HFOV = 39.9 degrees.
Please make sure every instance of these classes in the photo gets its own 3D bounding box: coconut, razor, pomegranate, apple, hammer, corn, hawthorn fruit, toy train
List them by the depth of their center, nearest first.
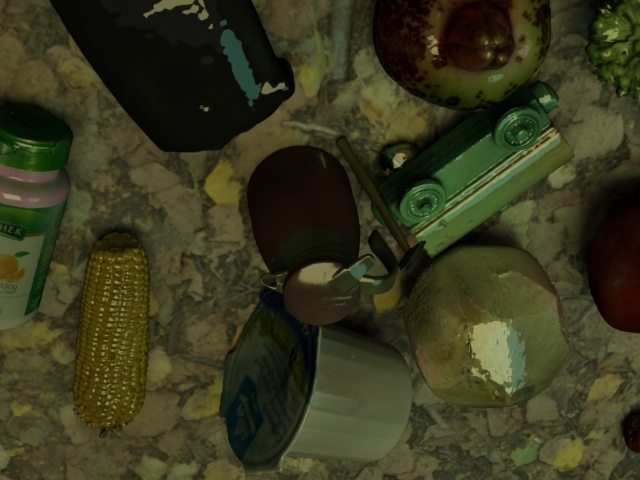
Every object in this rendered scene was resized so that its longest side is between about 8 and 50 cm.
[{"bbox_3d":[-0.177,-0.258,0.983,0.204,0.113,0.349,-23,121,12],"label":"razor"},{"bbox_3d":[0.168,-0.242,1.013,0.214,0.248,0.214,-1,116,-1],"label":"pomegranate"},{"bbox_3d":[0.075,-0.056,1.154,0.013,0.199,0.062,-16,156,-34],"label":"hammer"},{"bbox_3d":[0.209,-0.094,1.193,0.285,0.116,0.177,-38,131,12],"label":"toy train"},{"bbox_3d":[0.235,0.126,1.231,0.227,0.230,0.227,-9,131,-11],"label":"coconut"},{"bbox_3d":[0.491,0.031,1.241,0.233,0.234,0.234,-4,120,-6],"label":"apple"},{"bbox_3d":[-0.293,0.133,1.249,0.106,0.106,0.305,5,114,-11],"label":"corn"},{"bbox_3d":[0.558,0.330,1.503,0.077,0.077,0.077,-4,120,-6],"label":"hawthorn fruit"}]

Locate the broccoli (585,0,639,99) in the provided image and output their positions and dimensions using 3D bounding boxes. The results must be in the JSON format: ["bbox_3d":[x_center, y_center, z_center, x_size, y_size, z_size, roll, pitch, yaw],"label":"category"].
[{"bbox_3d":[0.565,-0.256,0.997,0.274,0.397,0.353,7,117,-41],"label":"broccoli"}]

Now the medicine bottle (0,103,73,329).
[{"bbox_3d":[-0.397,-0.030,1.118,0.133,0.133,0.274,15,115,-16],"label":"medicine bottle"}]

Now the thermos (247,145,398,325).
[{"bbox_3d":[0.000,0.000,1.117,0.176,0.265,0.146,3,119,-12],"label":"thermos"}]

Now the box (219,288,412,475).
[{"bbox_3d":[0.012,0.195,1.271,0.206,0.262,0.291,18,107,-31],"label":"box"}]
